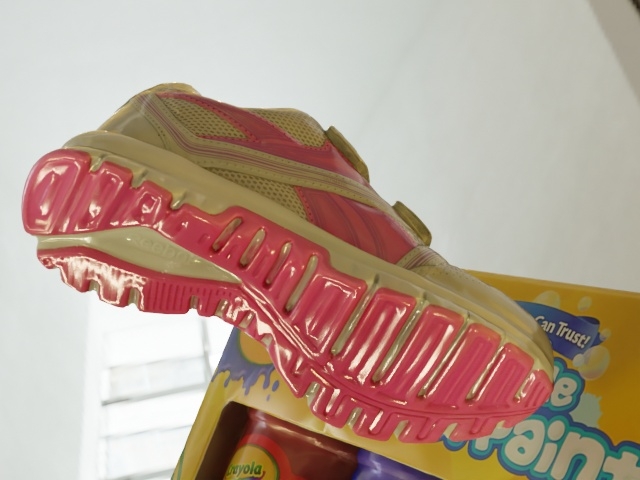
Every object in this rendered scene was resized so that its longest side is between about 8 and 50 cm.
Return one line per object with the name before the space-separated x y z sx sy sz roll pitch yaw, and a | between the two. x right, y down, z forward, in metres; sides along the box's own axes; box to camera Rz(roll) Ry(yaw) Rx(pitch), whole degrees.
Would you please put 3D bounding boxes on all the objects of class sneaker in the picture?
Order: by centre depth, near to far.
sneaker | 0.000 0.000 0.563 0.252 0.103 0.111 30 -136 -9

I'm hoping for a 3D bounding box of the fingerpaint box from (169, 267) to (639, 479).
fingerpaint box | 0.065 0.208 0.718 0.163 0.371 0.445 28 170 -31
